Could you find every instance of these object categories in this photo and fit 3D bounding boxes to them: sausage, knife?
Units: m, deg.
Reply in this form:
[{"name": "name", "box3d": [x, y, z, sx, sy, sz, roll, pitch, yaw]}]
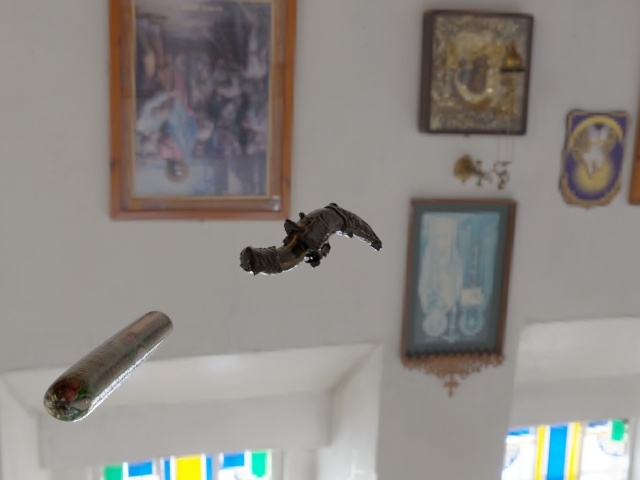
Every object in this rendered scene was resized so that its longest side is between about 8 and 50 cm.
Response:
[{"name": "sausage", "box3d": [-0.151, 0.087, 0.674, 0.032, 0.033, 0.269, 1, -174, 3]}, {"name": "knife", "box3d": [-0.003, -0.005, 0.588, 0.021, 0.046, 0.222, -37, 171, 19]}]
